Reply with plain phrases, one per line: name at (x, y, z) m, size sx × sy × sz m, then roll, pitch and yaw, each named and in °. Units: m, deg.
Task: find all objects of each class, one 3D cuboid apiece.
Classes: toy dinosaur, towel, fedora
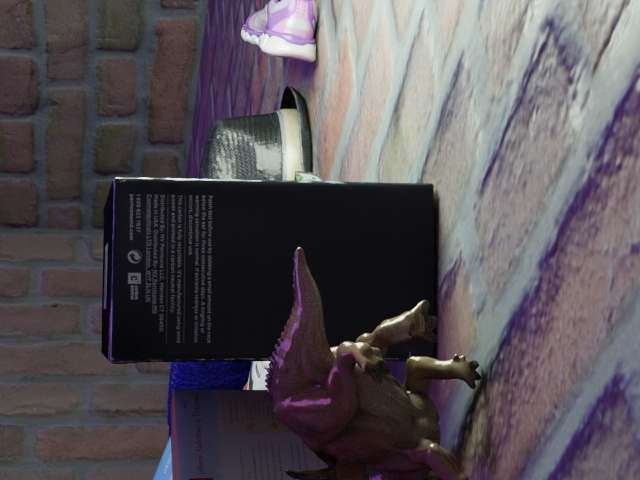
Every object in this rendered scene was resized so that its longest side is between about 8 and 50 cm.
toy dinosaur at (0.025, 0.153, 1.201) m, size 0.200 × 0.295 × 0.127 m, roll -24°, pitch 28°, yaw 37°
towel at (-0.127, 0.256, 2.122) m, size 0.076 × 0.228 × 0.308 m, roll 34°, pitch 129°, yaw 40°
fedora at (-0.108, -0.073, 2.167) m, size 0.334 × 0.153 × 0.334 m, roll -179°, pitch 90°, yaw -80°

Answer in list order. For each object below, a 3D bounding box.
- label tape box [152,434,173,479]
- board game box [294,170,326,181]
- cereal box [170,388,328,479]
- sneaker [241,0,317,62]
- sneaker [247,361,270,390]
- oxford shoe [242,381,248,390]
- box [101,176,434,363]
label tape box at (-0.083, 0.415, 1.718) m, size 0.348 × 0.115 × 0.249 m, roll 23°, pitch 91°, yaw 38°
board game box at (0.000, 0.000, 1.812) m, size 0.194 × 0.060 × 0.194 m, roll -103°, pitch 19°, yaw -56°
cereal box at (-0.032, 0.230, 1.440) m, size 0.173 × 0.240 × 0.047 m, roll -98°, pitch 14°, yaw -45°
sneaker at (-0.053, -0.331, 2.096) m, size 0.236 × 0.095 × 0.104 m, roll -136°, pitch 55°, yaw -70°
sneaker at (-0.045, 0.220, 1.859) m, size 0.146 × 0.122 × 0.330 m, roll 106°, pitch 162°, yaw -61°
oxford shoe at (-0.081, 0.358, 2.064) m, size 0.130 × 0.123 × 0.348 m, roll -113°, pitch 24°, yaw -51°
box at (-0.070, 0.038, 1.480) m, size 0.343 × 0.313 × 0.179 m, roll 163°, pitch 109°, yaw -79°
